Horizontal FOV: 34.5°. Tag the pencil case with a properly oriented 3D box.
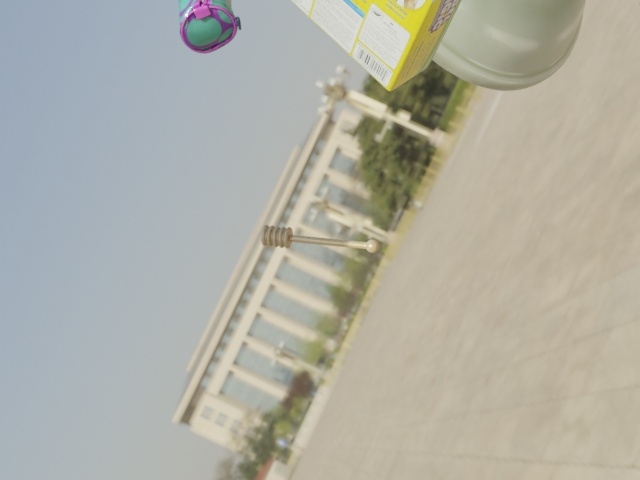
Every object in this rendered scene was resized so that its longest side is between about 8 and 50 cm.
[{"bbox_3d":[-0.127,-0.277,1.113,0.070,0.064,0.152,92,168,-54],"label":"pencil case"}]

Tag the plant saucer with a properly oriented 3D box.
[{"bbox_3d":[0.202,-0.377,1.189,0.100,0.400,0.401,-19,36,50],"label":"plant saucer"}]

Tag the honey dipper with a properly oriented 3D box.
[{"bbox_3d":[0.000,0.000,1.383,0.030,0.160,0.031,5,-90,-74],"label":"honey dipper"}]

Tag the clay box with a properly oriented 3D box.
[{"bbox_3d":[0.051,-0.220,0.674,0.053,0.127,0.222,-35,-17,-35],"label":"clay box"}]
